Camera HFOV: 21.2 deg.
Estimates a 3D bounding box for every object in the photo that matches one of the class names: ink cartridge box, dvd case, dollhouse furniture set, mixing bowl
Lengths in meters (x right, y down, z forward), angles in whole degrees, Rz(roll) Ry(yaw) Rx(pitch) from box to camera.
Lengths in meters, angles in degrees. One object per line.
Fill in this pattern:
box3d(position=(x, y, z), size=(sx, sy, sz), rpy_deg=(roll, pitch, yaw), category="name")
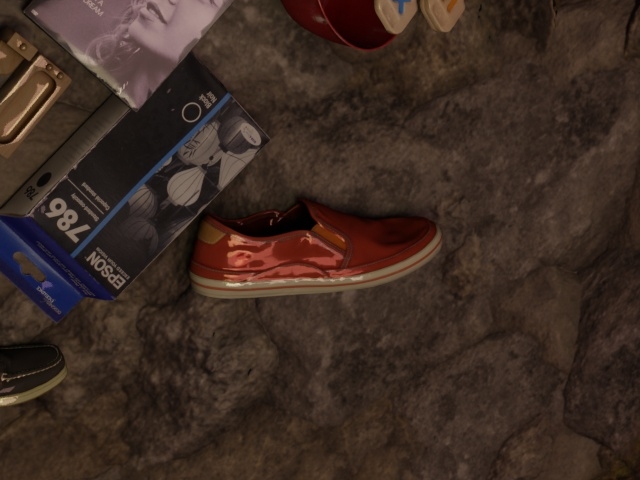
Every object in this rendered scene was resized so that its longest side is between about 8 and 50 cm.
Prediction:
box3d(position=(-0.227, -0.058, 1.955), size=(0.333, 0.065, 0.165), rpy_deg=(-46, 125, -4), category="ink cartridge box")
box3d(position=(-0.191, -0.277, 1.873), size=(0.164, 0.018, 0.221), rpy_deg=(42, 85, -15), category="dvd case")
box3d(position=(-0.347, -0.149, 1.811), size=(0.144, 0.123, 0.151), rpy_deg=(-51, 125, -1), category="dollhouse furniture set")
box3d(position=(0.013, -0.303, 1.944), size=(0.181, 0.098, 0.181), rpy_deg=(0, 91, -50), category="mixing bowl")

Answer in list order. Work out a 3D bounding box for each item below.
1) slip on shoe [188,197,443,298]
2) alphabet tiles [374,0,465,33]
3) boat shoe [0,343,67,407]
box3d(position=(0.000, 0.000, 2.075), size=(0.331, 0.123, 0.101), rpy_deg=(-6, 109, -22), category="slip on shoe")
box3d(position=(0.106, -0.384, 1.963), size=(0.284, 0.021, 0.278), rpy_deg=(55, 53, -33), category="alphabet tiles")
box3d(position=(-0.396, 0.147, 1.935), size=(0.223, 0.080, 0.073), rpy_deg=(-11, 120, -20), category="boat shoe")
